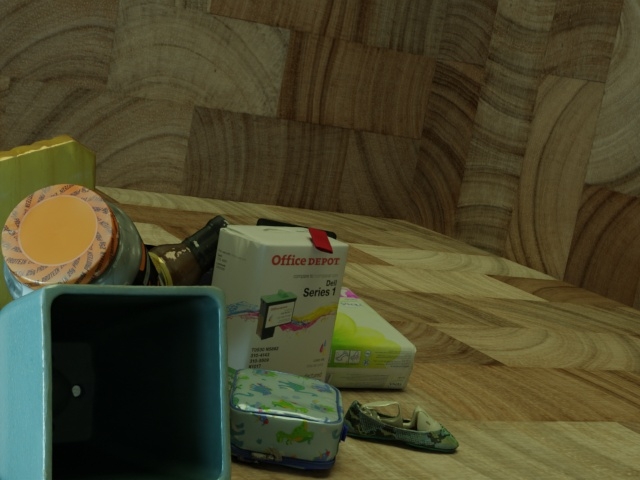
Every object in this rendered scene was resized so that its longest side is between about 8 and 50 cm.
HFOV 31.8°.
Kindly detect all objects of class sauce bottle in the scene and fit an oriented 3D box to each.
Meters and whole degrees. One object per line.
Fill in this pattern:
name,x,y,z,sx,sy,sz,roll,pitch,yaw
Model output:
sauce bottle,-0.285,0.080,1.833,0.344,0.111,0.111,-37,28,-16

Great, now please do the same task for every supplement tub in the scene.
supplement tub,-0.330,0.063,1.599,0.193,0.194,0.316,12,-26,13

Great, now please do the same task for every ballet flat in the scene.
ballet flat,0.131,0.287,1.763,0.188,0.070,0.070,9,9,-7

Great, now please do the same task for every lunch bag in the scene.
lunch bag,-0.051,0.260,1.641,0.176,0.090,0.219,9,9,-3

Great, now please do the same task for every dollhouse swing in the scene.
dollhouse swing,-0.568,-0.031,1.906,0.347,0.305,0.315,-22,27,-36

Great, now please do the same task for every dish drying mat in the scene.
dish drying mat,0.000,0.000,1.825,0.032,0.008,0.083,15,19,-15

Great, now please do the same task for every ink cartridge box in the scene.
ink cartridge box,-0.079,0.123,1.863,0.117,0.278,0.201,18,12,42

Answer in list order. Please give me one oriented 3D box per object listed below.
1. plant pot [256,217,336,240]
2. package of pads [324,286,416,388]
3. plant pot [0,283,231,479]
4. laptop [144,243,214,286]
plant pot,-0.079,0.079,2.538,0.187,0.188,0.167,11,22,4
package of pads,0.017,0.179,2.116,0.229,0.101,0.296,5,19,-31
plant pot,-0.284,0.188,1.383,0.248,0.247,0.252,3,-9,-40
laptop,-0.335,0.137,2.340,0.382,0.236,0.408,8,37,-10
